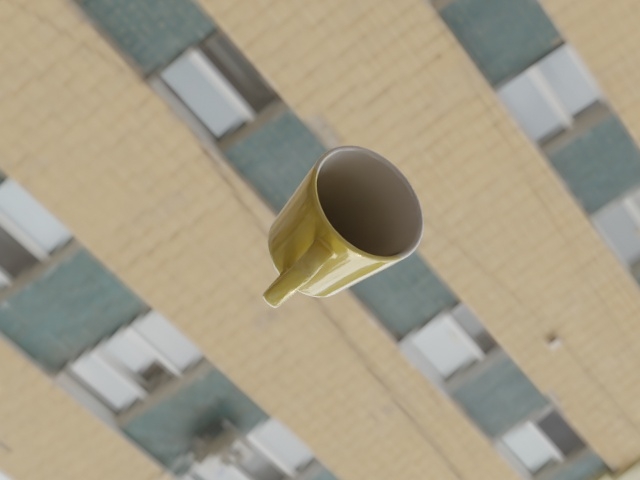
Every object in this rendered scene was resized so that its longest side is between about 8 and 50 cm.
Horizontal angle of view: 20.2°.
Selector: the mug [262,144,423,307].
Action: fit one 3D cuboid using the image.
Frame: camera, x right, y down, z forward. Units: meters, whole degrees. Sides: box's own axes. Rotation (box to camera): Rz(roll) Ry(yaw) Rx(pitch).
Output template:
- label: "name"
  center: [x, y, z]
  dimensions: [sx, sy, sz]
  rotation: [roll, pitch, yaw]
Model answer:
- label: "mug"
  center: [0.001, -0.003, 0.859]
  dimensions: [0.064, 0.078, 0.062]
  rotation: [-40, -116, 46]
